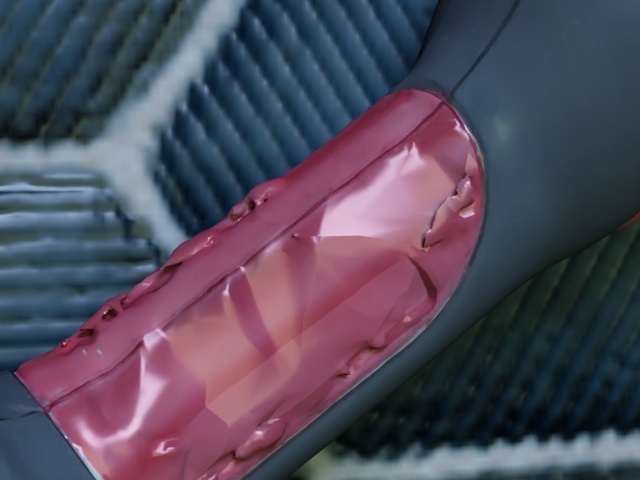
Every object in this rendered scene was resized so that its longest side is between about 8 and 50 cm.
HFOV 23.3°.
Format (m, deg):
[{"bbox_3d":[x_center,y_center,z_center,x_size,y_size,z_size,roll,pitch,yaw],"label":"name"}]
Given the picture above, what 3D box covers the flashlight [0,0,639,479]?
[{"bbox_3d":[0.000,0.000,0.352,0.304,0.103,0.103,-37,101,-14],"label":"flashlight"}]
